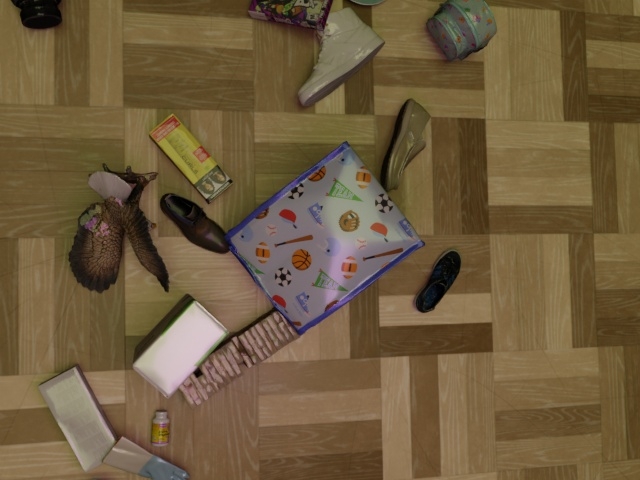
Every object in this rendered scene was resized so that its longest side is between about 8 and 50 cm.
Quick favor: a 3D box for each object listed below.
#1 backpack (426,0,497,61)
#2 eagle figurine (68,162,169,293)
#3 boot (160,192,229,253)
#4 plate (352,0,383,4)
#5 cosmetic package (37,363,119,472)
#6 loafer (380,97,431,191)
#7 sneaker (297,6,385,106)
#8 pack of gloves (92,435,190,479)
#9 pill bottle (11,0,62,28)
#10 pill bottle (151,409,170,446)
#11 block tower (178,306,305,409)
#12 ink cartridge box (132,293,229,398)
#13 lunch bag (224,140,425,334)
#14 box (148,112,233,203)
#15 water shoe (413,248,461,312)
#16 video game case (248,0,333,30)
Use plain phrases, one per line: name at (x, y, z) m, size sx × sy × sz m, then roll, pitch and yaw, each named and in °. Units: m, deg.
backpack at (0.386, -0.585, 1.850) m, size 0.144 × 0.188 × 0.165 m, roll -33°, pitch 95°, yaw -12°
eagle figurine at (-0.469, -0.023, 1.637) m, size 0.225 × 0.226 × 0.298 m, roll 9°, pitch 80°, yaw -32°
boot at (-0.314, -0.041, 1.709) m, size 0.219 × 0.106 × 0.082 m, roll 37°, pitch 80°, yaw -8°
plate at (0.121, -0.740, 1.885) m, size 0.188 × 0.024 × 0.188 m, roll 1°, pitch 87°, yaw -13°
cosmetic package at (-0.579, 0.429, 1.649) m, size 0.099 × 0.060 × 0.239 m, roll -27°, pitch 93°, yaw -10°
loafer at (0.236, -0.253, 1.844) m, size 0.092 × 0.102 × 0.268 m, roll 18°, pitch 83°, yaw -5°
sneaker at (0.013, -0.498, 1.816) m, size 0.292 × 0.108 × 0.169 m, roll -42°, pitch 90°, yaw -16°
pack of gloves at (-0.451, 0.602, 1.671) m, size 0.232 × 0.046 × 0.195 m, roll 38°, pitch 92°, yaw -20°
pill bottle at (-0.697, -0.635, 1.648) m, size 0.123 × 0.123 × 0.219 m, roll -13°, pitch 90°, yaw -13°
pill bottle at (-0.398, 0.468, 1.695) m, size 0.044 × 0.043 × 0.083 m, roll 2°, pitch 87°, yaw -12°
block tower at (-0.207, 0.287, 1.723) m, size 0.336 × 0.091 × 0.097 m, roll -31°, pitch 95°, yaw -13°
ink cartridge box at (-0.335, 0.239, 1.606) m, size 0.115 × 0.273 × 0.198 m, roll 44°, pitch 79°, yaw -9°
lunch bag at (0.000, 0.000, 1.695) m, size 0.385 × 0.239 × 0.327 m, roll -39°, pitch 90°, yaw -3°
box at (-0.330, -0.207, 1.739) m, size 0.087 × 0.058 × 0.232 m, roll -41°, pitch 96°, yaw -11°
water shoe at (0.334, 0.114, 1.857) m, size 0.073 × 0.080 × 0.203 m, roll 34°, pitch 81°, yaw -9°
video game case at (-0.058, -0.681, 1.792) m, size 0.210 × 0.042 × 0.232 m, roll 16°, pitch 83°, yaw 15°
